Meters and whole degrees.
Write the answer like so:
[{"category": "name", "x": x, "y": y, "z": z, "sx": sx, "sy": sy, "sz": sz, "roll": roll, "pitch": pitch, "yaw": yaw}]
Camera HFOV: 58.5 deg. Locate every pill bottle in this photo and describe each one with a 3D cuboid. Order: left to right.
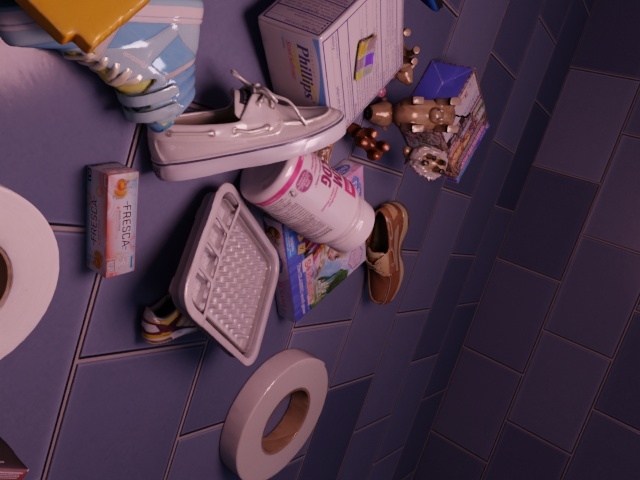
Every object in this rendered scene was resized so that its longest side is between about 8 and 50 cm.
[{"category": "pill bottle", "x": -0.020, "y": -0.092, "z": 1.228, "sx": 0.283, "sy": 0.160, "sz": 0.160, "roll": 33, "pitch": 81, "yaw": -39}]

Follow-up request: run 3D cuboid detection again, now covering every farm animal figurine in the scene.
[{"category": "farm animal figurine", "x": 0.212, "y": -0.350, "z": 1.456, "sx": 0.327, "sy": 0.172, "sz": 0.330, "roll": 16, "pitch": 99, "yaw": -16}]

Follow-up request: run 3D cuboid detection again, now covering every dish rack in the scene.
[{"category": "dish rack", "x": -0.193, "y": 0.077, "z": 1.172, "sx": 0.333, "sy": 0.072, "sz": 0.285, "roll": 61, "pitch": 35, "yaw": -52}]

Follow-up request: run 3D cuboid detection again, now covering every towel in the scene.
[{"category": "towel", "x": 0.089, "y": -0.356, "z": 1.113, "sx": 0.060, "sy": 0.009, "sz": 0.083, "roll": -40, "pitch": 149, "yaw": -43}]

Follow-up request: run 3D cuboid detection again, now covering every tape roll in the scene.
[{"category": "tape roll", "x": -0.498, "y": 0.042, "z": 0.739, "sx": 0.286, "sy": 0.100, "sz": 0.286, "roll": -34, "pitch": 136, "yaw": -40}, {"category": "tape roll", "x": -0.121, "y": 0.495, "z": 1.622, "sx": 0.392, "sy": 0.072, "sz": 0.392, "roll": -33, "pitch": 136, "yaw": -40}]

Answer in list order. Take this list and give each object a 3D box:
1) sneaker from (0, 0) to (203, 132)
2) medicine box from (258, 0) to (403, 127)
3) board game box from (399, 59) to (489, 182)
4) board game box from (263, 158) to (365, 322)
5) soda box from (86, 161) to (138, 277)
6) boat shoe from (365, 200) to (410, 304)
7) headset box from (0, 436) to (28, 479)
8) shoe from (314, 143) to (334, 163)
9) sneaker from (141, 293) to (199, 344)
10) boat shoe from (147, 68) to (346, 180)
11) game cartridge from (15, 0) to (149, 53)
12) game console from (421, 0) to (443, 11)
[{"category": "sneaker", "x": -0.296, "y": -0.248, "z": 0.826, "sx": 0.319, "sy": 0.127, "sz": 0.208, "roll": -25, "pitch": 129, "yaw": -46}, {"category": "medicine box", "x": 0.036, "y": -0.400, "z": 1.159, "sx": 0.289, "sy": 0.149, "sz": 0.263, "roll": -50, "pitch": 154, "yaw": -23}, {"category": "board game box", "x": 0.382, "y": -0.357, "z": 1.740, "sx": 0.232, "sy": 0.141, "sz": 0.291, "roll": -60, "pitch": 148, "yaw": -10}, {"category": "board game box", "x": 0.000, "y": 0.000, "z": 1.479, "sx": 0.318, "sy": 0.066, "sz": 0.319, "roll": -40, "pitch": 139, "yaw": -36}, {"category": "soda box", "x": -0.347, "y": -0.034, "z": 0.948, "sx": 0.058, "sy": 0.063, "sz": 0.183, "roll": -18, "pitch": 125, "yaw": -51}, {"category": "boat shoe", "x": 0.182, "y": 0.040, "z": 1.743, "sx": 0.120, "sy": 0.122, "sz": 0.324, "roll": -12, "pitch": 112, "yaw": -47}, {"category": "headset box", "x": -0.595, "y": 0.399, "z": 0.818, "sx": 0.293, "sy": 0.110, "sz": 0.218, "roll": -60, "pitch": 147, "yaw": -9}, {"category": "shoe", "x": -0.003, "y": -0.229, "z": 1.346, "sx": 0.076, "sy": 0.058, "sz": 0.219, "roll": 7, "pitch": 102, "yaw": -25}, {"category": "sneaker", "x": -0.277, "y": 0.142, "z": 1.160, "sx": 0.185, "sy": 0.069, "sz": 0.084, "roll": -24, "pitch": 134, "yaw": -48}, {"category": "boat shoe", "x": -0.128, "y": -0.224, "z": 1.016, "sx": 0.367, "sy": 0.136, "sz": 0.156, "roll": -14, "pitch": 119, "yaw": -15}, {"category": "game cartridge", "x": -0.284, "y": -0.426, "z": 0.680, "sx": 0.285, "sy": 0.052, "sz": 0.324, "roll": 47, "pitch": 69, "yaw": -23}, {"category": "game console", "x": 0.209, "y": -0.700, "z": 1.245, "sx": 0.173, "sy": 0.250, "sz": 0.293, "roll": -41, "pitch": 149, "yaw": 10}]
